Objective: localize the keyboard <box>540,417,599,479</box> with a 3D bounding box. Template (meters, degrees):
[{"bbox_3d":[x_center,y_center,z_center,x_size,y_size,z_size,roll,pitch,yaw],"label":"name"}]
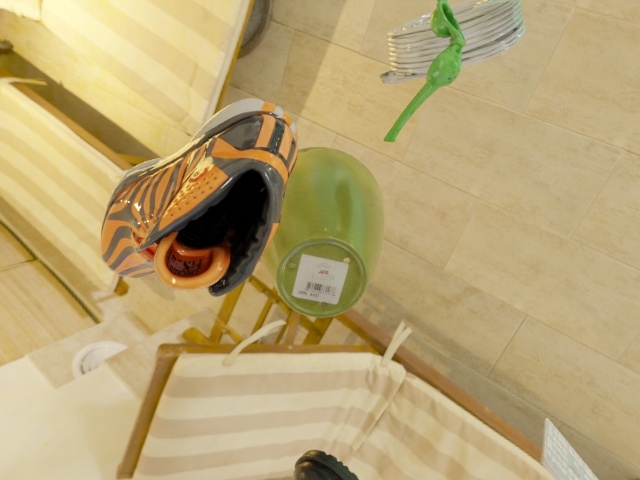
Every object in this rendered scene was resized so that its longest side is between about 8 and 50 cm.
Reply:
[{"bbox_3d":[0.384,0.364,0.579,0.256,0.072,0.014,51,135,-3],"label":"keyboard"}]

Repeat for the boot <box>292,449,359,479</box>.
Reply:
[{"bbox_3d":[-0.001,0.374,0.438,0.246,0.207,0.094,46,129,24],"label":"boot"}]

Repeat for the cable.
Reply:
[{"bbox_3d":[0.255,-0.400,0.823,0.257,0.257,0.089,2,126,36],"label":"cable"}]

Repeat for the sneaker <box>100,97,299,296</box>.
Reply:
[{"bbox_3d":[-0.160,-0.010,0.450,0.321,0.180,0.124,-34,123,29],"label":"sneaker"}]

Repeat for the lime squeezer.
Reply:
[{"bbox_3d":[0.171,-0.303,0.648,0.110,0.059,0.310,29,119,53],"label":"lime squeezer"}]

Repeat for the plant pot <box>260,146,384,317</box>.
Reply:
[{"bbox_3d":[0.000,0.000,0.754,0.275,0.293,0.274,-1,114,-2],"label":"plant pot"}]
